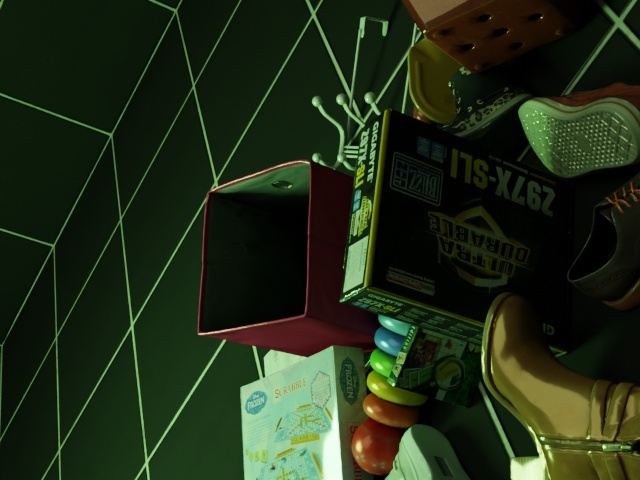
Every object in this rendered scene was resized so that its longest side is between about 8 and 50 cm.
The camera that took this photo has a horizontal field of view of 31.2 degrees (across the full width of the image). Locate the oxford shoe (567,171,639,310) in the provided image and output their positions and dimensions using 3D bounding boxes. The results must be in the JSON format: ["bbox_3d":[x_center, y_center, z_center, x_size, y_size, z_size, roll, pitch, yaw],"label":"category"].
[{"bbox_3d":[0.400,-0.040,1.397,0.271,0.098,0.097,-63,27,14],"label":"oxford shoe"}]

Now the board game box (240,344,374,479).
[{"bbox_3d":[-0.027,0.368,1.919,0.319,0.066,0.318,-30,58,52],"label":"board game box"}]

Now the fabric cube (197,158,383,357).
[{"bbox_3d":[-0.017,0.041,1.878,0.254,0.258,0.259,-14,67,43],"label":"fabric cube"}]

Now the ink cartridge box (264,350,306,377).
[{"bbox_3d":[-0.032,0.215,2.103,0.180,0.060,0.104,-48,35,39],"label":"ink cartridge box"}]

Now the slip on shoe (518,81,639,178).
[{"bbox_3d":[0.370,-0.155,1.549,0.101,0.123,0.331,-29,10,-14],"label":"slip on shoe"}]

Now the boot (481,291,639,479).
[{"bbox_3d":[0.309,0.186,1.364,0.220,0.109,0.283,-19,71,50],"label":"boot"}]

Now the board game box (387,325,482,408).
[{"bbox_3d":[0.203,0.104,1.640,0.030,0.136,0.259,32,101,61],"label":"board game box"}]

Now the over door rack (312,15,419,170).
[{"bbox_3d":[0.091,-0.293,2.164,0.239,0.108,0.324,11,82,63],"label":"over door rack"}]

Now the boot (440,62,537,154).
[{"bbox_3d":[0.223,-0.186,1.797,0.236,0.085,0.178,-30,35,10],"label":"boot"}]

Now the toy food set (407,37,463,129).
[{"bbox_3d":[0.202,-0.240,1.911,0.071,0.128,0.218,115,158,-63],"label":"toy food set"}]

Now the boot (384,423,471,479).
[{"bbox_3d":[0.156,0.381,1.611,0.258,0.095,0.123,-107,37,-63],"label":"boot"}]

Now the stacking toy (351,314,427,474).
[{"bbox_3d":[0.130,0.201,1.750,0.141,0.141,0.330,27,104,64],"label":"stacking toy"}]

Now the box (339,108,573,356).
[{"bbox_3d":[0.190,-0.002,1.526,0.079,0.322,0.257,-32,44,54],"label":"box"}]

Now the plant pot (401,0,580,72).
[{"bbox_3d":[0.251,-0.412,1.725,0.267,0.267,0.235,-21,66,28],"label":"plant pot"}]
